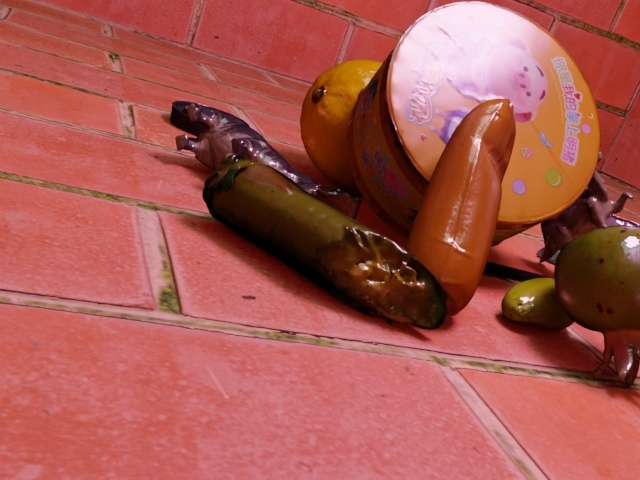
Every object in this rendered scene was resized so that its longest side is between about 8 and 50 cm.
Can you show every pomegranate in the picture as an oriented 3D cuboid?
[{"bbox_3d":[0.423,0.089,0.961,0.182,0.224,0.181,3,-15,1],"label":"pomegranate"}]

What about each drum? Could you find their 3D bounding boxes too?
[{"bbox_3d":[0.269,-0.194,1.241,0.431,0.431,0.214,15,-18,-13],"label":"drum"}]

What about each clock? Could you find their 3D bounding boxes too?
[{"bbox_3d":[-0.254,-0.270,1.562,0.185,0.040,0.184,18,19,-6],"label":"clock"}]

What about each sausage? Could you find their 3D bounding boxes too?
[{"bbox_3d":[0.214,-0.064,1.008,0.116,0.353,0.134,3,-32,36],"label":"sausage"}]

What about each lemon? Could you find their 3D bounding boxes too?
[{"bbox_3d":[0.102,-0.243,1.473,0.297,0.297,0.297,18,18,-6],"label":"lemon"}]

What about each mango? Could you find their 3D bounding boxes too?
[{"bbox_3d":[0.347,0.097,1.064,0.165,0.074,0.091,2,26,-45],"label":"mango"}]

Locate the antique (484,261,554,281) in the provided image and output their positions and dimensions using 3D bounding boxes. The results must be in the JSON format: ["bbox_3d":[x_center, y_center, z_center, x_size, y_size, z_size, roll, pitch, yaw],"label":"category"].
[{"bbox_3d":[0.364,0.063,1.277,0.192,0.015,0.031,13,21,-18],"label":"antique"}]

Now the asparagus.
[{"bbox_3d":[0.000,0.000,0.929,0.382,0.128,0.108,32,67,30],"label":"asparagus"}]

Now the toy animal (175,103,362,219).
[{"bbox_3d":[-0.100,-0.118,1.189,0.343,0.106,0.168,34,15,20],"label":"toy animal"}]

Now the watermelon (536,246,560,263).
[{"bbox_3d":[0.553,0.038,1.504,0.155,0.080,0.101,12,54,-28],"label":"watermelon"}]

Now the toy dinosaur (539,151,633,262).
[{"bbox_3d":[0.506,-0.037,1.325,0.077,0.294,0.162,-12,44,-36],"label":"toy dinosaur"}]

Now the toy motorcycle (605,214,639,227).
[{"bbox_3d":[0.826,-0.017,1.876,0.263,0.090,0.157,30,12,23],"label":"toy motorcycle"}]
